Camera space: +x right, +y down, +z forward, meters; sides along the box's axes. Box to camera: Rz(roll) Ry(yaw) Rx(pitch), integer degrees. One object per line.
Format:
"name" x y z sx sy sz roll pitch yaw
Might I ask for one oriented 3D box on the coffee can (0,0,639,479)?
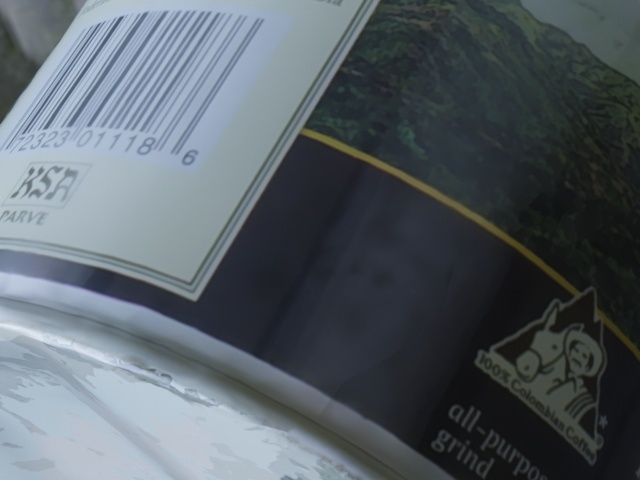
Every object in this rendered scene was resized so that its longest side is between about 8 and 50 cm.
"coffee can" 0.034 -0.027 0.502 0.201 0.275 0.201 23 152 13
